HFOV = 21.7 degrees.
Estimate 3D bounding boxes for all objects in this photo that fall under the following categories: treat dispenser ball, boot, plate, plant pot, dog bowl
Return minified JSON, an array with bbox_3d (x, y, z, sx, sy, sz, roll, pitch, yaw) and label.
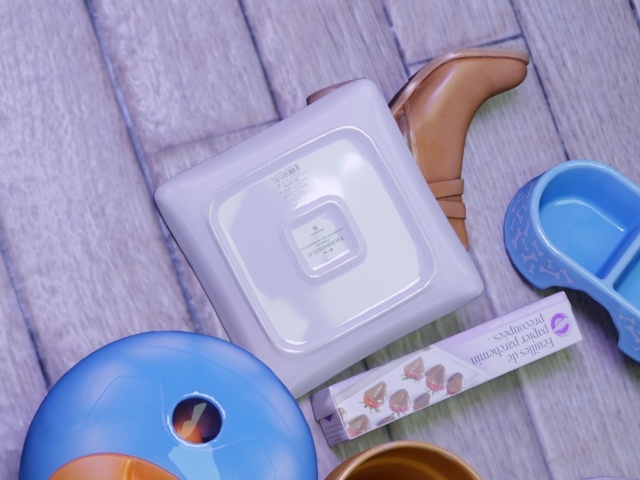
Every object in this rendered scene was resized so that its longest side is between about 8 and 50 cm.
[{"bbox_3d":[-0.145,0.230,1.612,0.288,0.288,0.288,5,75,-21],"label":"treat dispenser ball"},{"bbox_3d":[0.138,-0.094,1.905,0.283,0.109,0.220,-16,82,-23],"label":"boot"},{"bbox_3d":[0.000,0.000,1.813,0.277,0.045,0.278,-28,89,-5],"label":"plate"},{"bbox_3d":[0.058,0.320,1.727,0.205,0.188,0.205,6,74,-21],"label":"plant pot"},{"bbox_3d":[0.355,0.020,1.945,0.297,0.074,0.166,37,68,8],"label":"dog bowl"}]

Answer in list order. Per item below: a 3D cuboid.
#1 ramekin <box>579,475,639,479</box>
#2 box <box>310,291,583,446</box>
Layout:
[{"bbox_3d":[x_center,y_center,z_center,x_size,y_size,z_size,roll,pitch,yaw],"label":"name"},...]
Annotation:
[{"bbox_3d":[0.359,0.396,1.861,0.277,0.135,0.277,5,76,-21],"label":"ramekin"},{"bbox_3d":[0.144,0.142,1.875,0.324,0.067,0.063,-20,85,-24],"label":"box"}]
